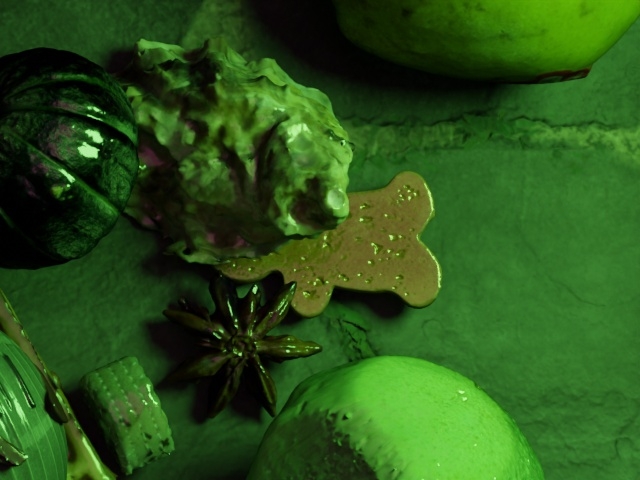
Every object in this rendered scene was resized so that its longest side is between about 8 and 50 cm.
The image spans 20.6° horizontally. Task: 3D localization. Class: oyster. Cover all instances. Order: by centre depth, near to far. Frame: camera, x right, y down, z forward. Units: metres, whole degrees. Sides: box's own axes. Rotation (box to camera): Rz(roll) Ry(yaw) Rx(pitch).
[{"bbox_3d":[-0.112,-0.095,1.787,0.351,0.115,0.238,25,80,25],"label":"oyster"}]

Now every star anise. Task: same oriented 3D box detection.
[{"bbox_3d":[-0.081,0.106,1.790,0.167,0.057,0.168,0,89,5],"label":"star anise"}]

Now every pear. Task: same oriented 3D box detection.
[{"bbox_3d":[0.159,-0.293,1.830,0.375,0.287,0.287,-6,78,10],"label":"pear"}]

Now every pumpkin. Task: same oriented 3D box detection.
[{"bbox_3d":[-0.278,-0.079,1.689,0.220,0.162,0.221,-16,55,23],"label":"pumpkin"}]

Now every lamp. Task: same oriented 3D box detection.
[{"bbox_3d":[-0.339,0.175,1.554,0.265,0.233,0.233,42,73,14],"label":"lamp"}]

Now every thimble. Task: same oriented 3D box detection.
[{"bbox_3d":[-0.191,0.173,1.747,0.062,0.084,0.110,-26,81,-16],"label":"thimble"}]

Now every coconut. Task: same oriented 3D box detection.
[{"bbox_3d":[0.068,0.277,1.672,0.328,0.328,0.281,46,41,2],"label":"coconut"}]

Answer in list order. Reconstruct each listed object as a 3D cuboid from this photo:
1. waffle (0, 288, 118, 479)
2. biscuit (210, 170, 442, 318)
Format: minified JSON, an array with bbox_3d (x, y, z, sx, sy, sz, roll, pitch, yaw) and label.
[{"bbox_3d":[-0.350,0.191,1.710,0.224,0.098,0.328,-31,87,-14],"label":"waffle"},{"bbox_3d":[0.000,0.000,1.845,0.250,0.036,0.166,-3,79,-4],"label":"biscuit"}]
